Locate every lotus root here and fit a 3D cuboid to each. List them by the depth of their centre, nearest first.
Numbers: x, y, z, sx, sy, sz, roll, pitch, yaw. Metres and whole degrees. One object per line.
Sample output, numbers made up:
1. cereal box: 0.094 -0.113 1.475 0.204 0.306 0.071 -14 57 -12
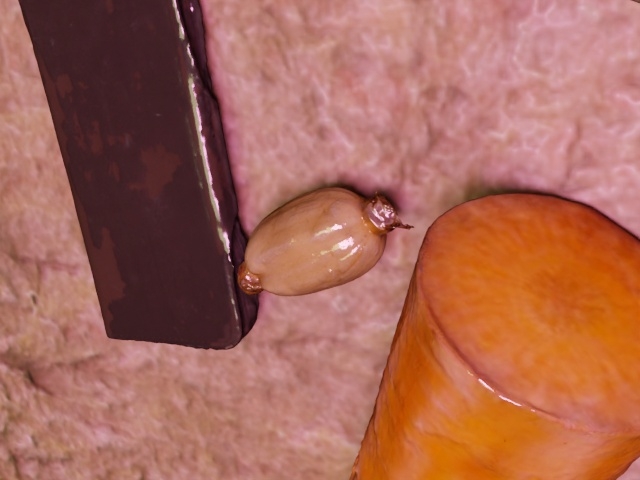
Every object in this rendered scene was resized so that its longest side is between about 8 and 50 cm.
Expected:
1. lotus root: 0.000 0.000 0.853 0.150 0.062 0.073 -24 105 32

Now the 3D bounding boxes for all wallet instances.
1. wallet: -0.139 -0.063 0.917 0.165 0.042 0.310 -1 109 31

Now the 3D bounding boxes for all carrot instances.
1. carrot: 0.121 0.121 0.793 0.196 0.196 0.254 33 134 13

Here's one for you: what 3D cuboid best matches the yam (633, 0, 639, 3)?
1. yam: 0.224 -0.185 0.589 0.304 0.168 0.168 23 120 19
